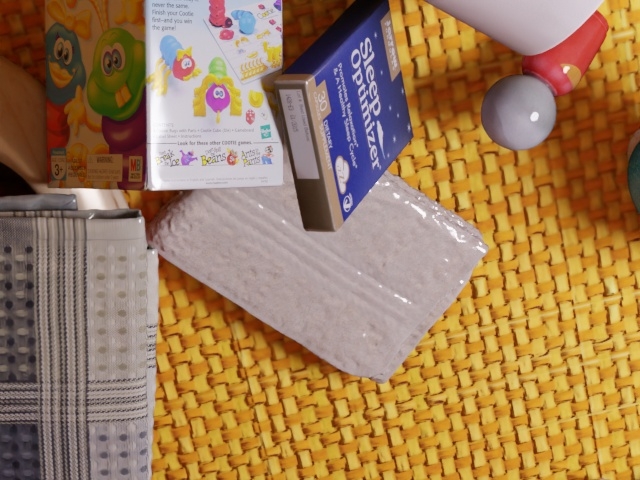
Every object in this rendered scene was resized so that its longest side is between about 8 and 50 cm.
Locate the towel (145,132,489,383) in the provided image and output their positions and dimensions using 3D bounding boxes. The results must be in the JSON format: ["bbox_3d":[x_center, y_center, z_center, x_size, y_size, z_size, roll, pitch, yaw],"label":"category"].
[{"bbox_3d":[0.000,0.000,1.797,0.282,0.049,0.187,34,104,-19],"label":"towel"}]

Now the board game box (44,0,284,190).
[{"bbox_3d":[-0.128,-0.180,1.570,0.144,0.142,0.275,-3,94,-42],"label":"board game box"}]

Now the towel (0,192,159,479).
[{"bbox_3d":[-0.293,0.109,1.633,0.312,0.056,0.324,0,116,-5],"label":"towel"}]

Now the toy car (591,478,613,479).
[{"bbox_3d":[0.327,0.327,1.949,0.182,0.159,0.136,-6,149,-5],"label":"toy car"}]

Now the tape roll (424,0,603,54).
[{"bbox_3d":[0.154,-0.294,1.574,0.169,0.246,0.246,27,108,-18],"label":"tape roll"}]

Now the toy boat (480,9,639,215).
[{"bbox_3d":[0.300,-0.070,1.720,0.318,0.267,0.148,36,75,3],"label":"toy boat"}]

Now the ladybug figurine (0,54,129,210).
[{"bbox_3d":[-0.308,0.021,1.700,0.305,0.162,0.449,-14,115,-2],"label":"ladybug figurine"}]

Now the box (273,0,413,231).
[{"bbox_3d":[0.030,-0.119,1.655,0.036,0.225,0.136,0,118,24],"label":"box"}]
